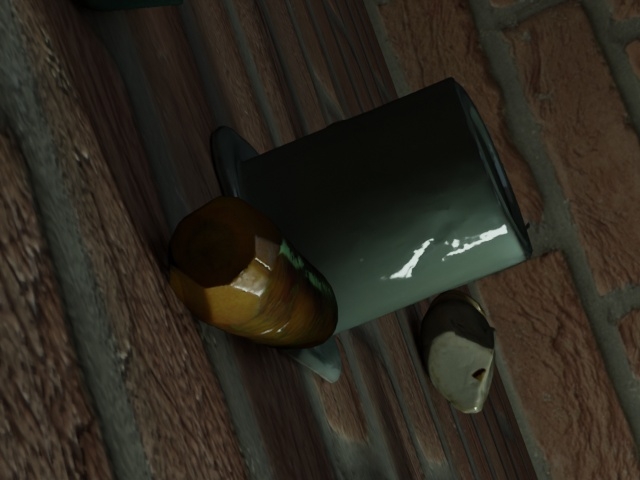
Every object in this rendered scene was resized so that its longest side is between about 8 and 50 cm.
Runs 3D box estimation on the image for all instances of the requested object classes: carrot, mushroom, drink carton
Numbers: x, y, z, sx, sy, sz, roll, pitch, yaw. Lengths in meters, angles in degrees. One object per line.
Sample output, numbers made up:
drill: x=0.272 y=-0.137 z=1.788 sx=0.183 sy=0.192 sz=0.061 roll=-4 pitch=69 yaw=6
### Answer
carrot: x=-0.035 y=0.027 z=0.998 sx=0.260 sy=0.070 sz=0.070 roll=41 pitch=29 yaw=-76
mushroom: x=0.170 y=0.125 z=2.045 sx=0.108 sy=0.096 sz=0.247 roll=41 pitch=11 yaw=-12
drink carton: x=0.040 y=-0.024 z=1.215 sx=0.185 sy=0.190 sz=0.191 roll=35 pitch=33 yaw=-67

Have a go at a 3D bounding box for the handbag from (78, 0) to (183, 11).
handbag: x=-0.146 y=-0.298 z=1.010 sx=0.238 sy=0.089 sz=0.326 roll=-54 pitch=122 yaw=-81

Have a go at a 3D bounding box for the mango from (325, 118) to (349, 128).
mango: x=0.039 y=-0.041 z=1.648 sx=0.103 sy=0.076 sz=0.161 roll=1 pitch=72 yaw=-87
